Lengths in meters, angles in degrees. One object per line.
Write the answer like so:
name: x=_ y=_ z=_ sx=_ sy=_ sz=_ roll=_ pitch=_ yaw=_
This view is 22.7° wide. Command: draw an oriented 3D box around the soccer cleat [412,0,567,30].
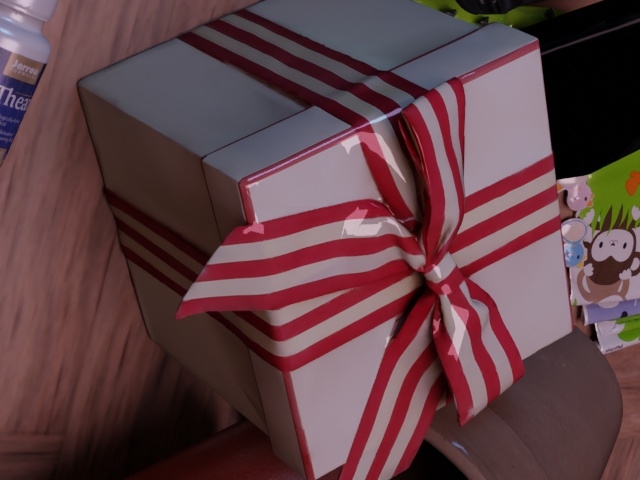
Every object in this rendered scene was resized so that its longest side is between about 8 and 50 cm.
soccer cleat: x=0.114 y=-0.162 z=1.188 sx=0.179 sy=0.072 sz=0.060 roll=18 pitch=66 yaw=-22

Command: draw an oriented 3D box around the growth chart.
growth chart: x=0.275 y=-0.004 z=1.400 sx=0.172 sy=0.021 sz=0.237 roll=-19 pitch=120 yaw=-27

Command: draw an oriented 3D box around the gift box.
gift box: x=0.000 y=0.000 z=1.047 sx=0.276 sy=0.258 sz=0.255 roll=-32 pitch=125 yaw=-22

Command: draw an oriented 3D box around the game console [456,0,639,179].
game console: x=0.156 y=-0.185 z=1.105 sx=0.213 sy=0.044 sz=0.361 roll=-19 pitch=132 yaw=-1

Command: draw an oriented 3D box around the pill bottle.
pill bottle: x=-0.206 y=-0.104 z=0.975 sx=0.067 sy=0.067 sz=0.120 roll=20 pitch=98 yaw=-40

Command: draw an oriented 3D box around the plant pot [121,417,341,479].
plant pot: x=-0.090 y=0.265 z=1.088 sx=0.265 sy=0.272 sz=0.272 roll=-30 pitch=125 yaw=-21

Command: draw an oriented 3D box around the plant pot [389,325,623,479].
plant pot: x=0.117 y=0.169 z=1.240 sx=0.229 sy=0.263 sz=0.263 roll=-37 pitch=129 yaw=-41
